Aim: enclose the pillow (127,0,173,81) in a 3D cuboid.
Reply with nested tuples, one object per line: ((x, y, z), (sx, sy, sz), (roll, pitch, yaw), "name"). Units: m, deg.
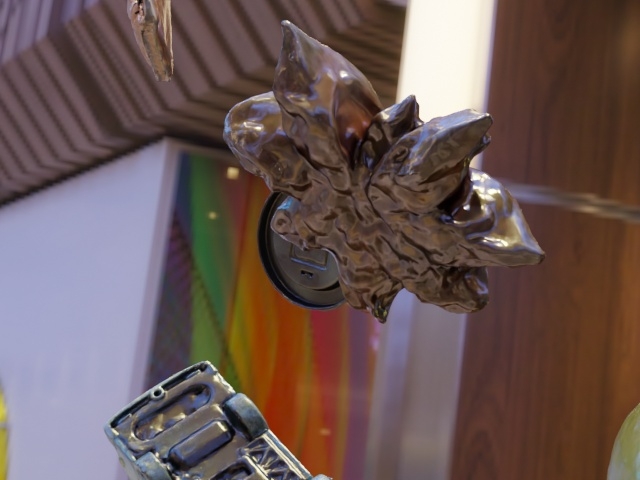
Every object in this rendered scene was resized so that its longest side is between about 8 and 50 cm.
((-0.154, -0.268, 1.239), (0.043, 0.232, 0.126), (-5, -14, 2), "pillow")

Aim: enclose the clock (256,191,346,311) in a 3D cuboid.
((0.000, 0.000, 1.822), (0.185, 0.184, 0.040), (-3, 5, 35), "clock")

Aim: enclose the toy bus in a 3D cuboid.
((-0.080, 0.291, 1.441), (0.312, 0.152, 0.190), (41, -24, 39), "toy bus")

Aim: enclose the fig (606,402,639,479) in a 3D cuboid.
((0.411, 0.257, 1.276), (0.343, 0.343, 0.343), (7, -13, 2), "fig")

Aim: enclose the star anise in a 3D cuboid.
((0.052, -0.052, 1.182), (0.315, 0.108, 0.315), (30, -33, 23), "star anise")
